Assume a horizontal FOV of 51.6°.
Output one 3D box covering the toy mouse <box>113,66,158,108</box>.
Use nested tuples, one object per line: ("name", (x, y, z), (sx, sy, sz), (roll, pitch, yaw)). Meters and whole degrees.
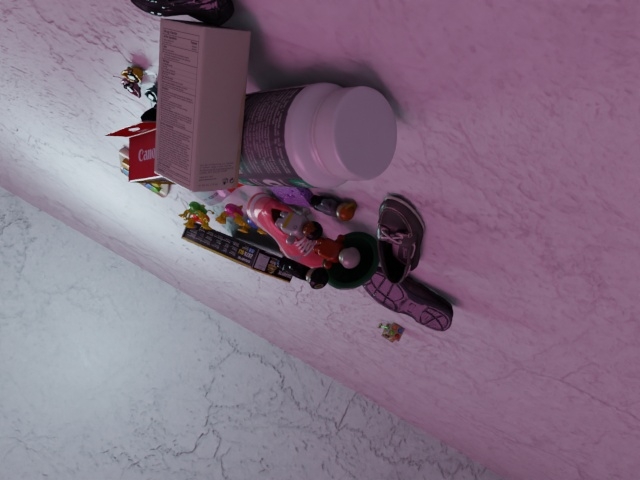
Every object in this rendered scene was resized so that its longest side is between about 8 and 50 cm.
("toy mouse", (-0.457, -0.392, 1.699), (0.161, 0.031, 0.143), (17, 156, 32))

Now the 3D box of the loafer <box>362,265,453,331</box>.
("loafer", (0.257, 0.160, 1.963), (0.303, 0.095, 0.109), (31, 125, 4))

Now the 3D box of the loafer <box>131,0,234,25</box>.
("loafer", (-0.265, -0.460, 1.234), (0.223, 0.076, 0.078), (16, 151, 20))

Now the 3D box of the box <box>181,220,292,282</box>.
("box", (-0.275, 0.038, 2.271), (0.322, 0.079, 0.257), (21, 179, 30))

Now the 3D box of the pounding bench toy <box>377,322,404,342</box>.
("pounding bench toy", (0.252, 0.327, 2.410), (0.083, 0.052, 0.065), (33, 159, -8))

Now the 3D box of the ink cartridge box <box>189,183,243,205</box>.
("ink cartridge box", (-0.354, -0.190, 2.008), (0.189, 0.066, 0.232), (38, 162, -23))

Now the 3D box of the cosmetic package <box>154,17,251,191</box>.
("cosmetic package", (-0.237, -0.265, 1.301), (0.113, 0.309, 0.160), (-10, -153, -43))

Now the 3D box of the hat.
("hat", (0.118, 0.087, 1.884), (0.173, 0.208, 0.183), (-4, 147, 25))

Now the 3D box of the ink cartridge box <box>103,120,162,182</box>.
("ink cartridge box", (-0.369, -0.213, 1.669), (0.272, 0.129, 0.310), (-1, -179, -35))

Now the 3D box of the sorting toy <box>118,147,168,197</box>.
("sorting toy", (-0.612, -0.225, 2.286), (0.193, 0.038, 0.208), (32, 159, -7))

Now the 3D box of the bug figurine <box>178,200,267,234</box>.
("bug figurine", (-0.310, -0.076, 2.091), (0.279, 0.072, 0.216), (6, 169, 13))

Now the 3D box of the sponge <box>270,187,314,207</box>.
("sponge", (-0.108, -0.166, 1.765), (0.117, 0.031, 0.210), (12, 154, 40))

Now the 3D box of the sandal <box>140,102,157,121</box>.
("sandal", (-0.348, -0.328, 1.639), (0.255, 0.097, 0.054), (1, 135, 35))

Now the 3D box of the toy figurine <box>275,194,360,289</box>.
("toy figurine", (0.000, 0.000, 1.723), (0.148, 0.213, 0.209), (21, 124, 38))

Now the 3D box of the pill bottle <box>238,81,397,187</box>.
("pill bottle", (-0.038, -0.207, 1.330), (0.361, 0.204, 0.204), (6, 149, 48))

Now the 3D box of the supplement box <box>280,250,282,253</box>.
("supplement box", (-0.084, 0.043, 2.205), (0.083, 0.043, 0.055), (19, 157, 28))

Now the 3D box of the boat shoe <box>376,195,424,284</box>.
("boat shoe", (0.198, 0.011, 1.682), (0.112, 0.095, 0.335), (21, 158, 21))

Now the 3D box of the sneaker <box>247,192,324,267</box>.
("sneaker", (-0.079, -0.012, 1.928), (0.314, 0.116, 0.136), (41, 171, -27))
